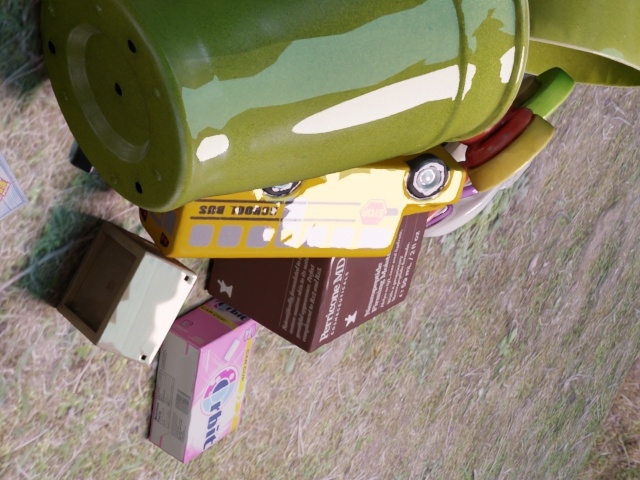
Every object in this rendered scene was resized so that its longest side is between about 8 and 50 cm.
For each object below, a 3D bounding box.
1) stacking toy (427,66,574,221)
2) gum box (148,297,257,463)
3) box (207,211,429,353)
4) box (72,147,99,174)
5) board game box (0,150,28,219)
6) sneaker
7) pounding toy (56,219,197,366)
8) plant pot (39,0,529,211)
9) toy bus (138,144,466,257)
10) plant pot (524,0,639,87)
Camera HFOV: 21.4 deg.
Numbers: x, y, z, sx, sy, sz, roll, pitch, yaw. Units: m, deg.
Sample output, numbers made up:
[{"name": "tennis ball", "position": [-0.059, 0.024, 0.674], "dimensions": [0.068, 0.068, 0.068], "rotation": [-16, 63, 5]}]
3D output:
[{"name": "stacking toy", "position": [0.167, -0.146, 2.158], "dimensions": [0.309, 0.130, 0.279], "rotation": [-33, -167, 40]}, {"name": "gum box", "position": [-0.144, 0.173, 2.069], "dimensions": [0.107, 0.062, 0.188], "rotation": [-29, 139, -46]}, {"name": "box", "position": [0.000, 0.000, 2.034], "dimensions": [0.203, 0.167, 0.168], "rotation": [-27, 138, -48]}, {"name": "box", "position": [-0.179, -0.118, 1.763], "dimensions": [0.162, 0.029, 0.116], "rotation": [5, 112, -62]}, {"name": "board game box", "position": [-0.351, -0.041, 1.506], "dimensions": [0.194, 0.060, 0.194], "rotation": [-57, 152, -8]}, {"name": "sneaker", "position": [0.238, -0.098, 2.409], "dimensions": [0.305, 0.114, 0.152], "rotation": [-48, 149, -24]}, {"name": "pounding toy", "position": [-0.197, 0.046, 1.796], "dimensions": [0.100, 0.141, 0.130], "rotation": [27, 93, -36]}, {"name": "plant pot", "position": [-0.056, -0.198, 1.593], "dimensions": [0.353, 0.366, 0.366], "rotation": [-28, 140, -30]}, {"name": "toy bus", "position": [-0.015, -0.055, 1.806], "dimensions": [0.332, 0.108, 0.130], "rotation": [0, 119, -30]}, {"name": "plant pot", "position": [0.323, -0.372, 2.175], "dimensions": [0.275, 0.274, 0.293], "rotation": [15, 87, -63]}]
